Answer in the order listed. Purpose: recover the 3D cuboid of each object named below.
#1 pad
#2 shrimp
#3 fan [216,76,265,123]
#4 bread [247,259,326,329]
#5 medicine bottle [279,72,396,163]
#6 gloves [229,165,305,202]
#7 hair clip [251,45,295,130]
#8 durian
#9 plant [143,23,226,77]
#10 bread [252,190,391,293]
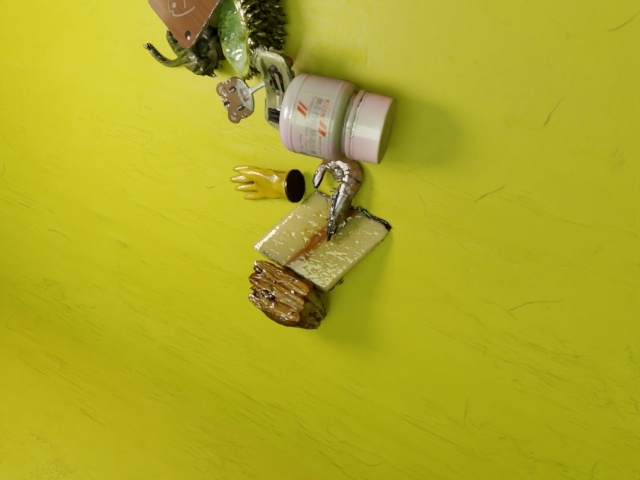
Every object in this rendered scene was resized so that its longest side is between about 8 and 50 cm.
[{"bbox_3d":[-0.391,-0.759,1.510,0.284,0.018,0.286,-47,68,25],"label":"pad"},{"bbox_3d":[0.034,-0.148,1.704,0.169,0.058,0.295,26,104,22],"label":"shrimp"},{"bbox_3d":[-0.259,-0.503,1.746,0.227,0.008,0.152,-15,105,34],"label":"fan"},{"bbox_3d":[-0.135,0.224,1.869,0.278,0.167,0.324,26,161,18],"label":"bread"},{"bbox_3d":[0.054,-0.355,1.511,0.302,0.241,0.241,15,120,13],"label":"medicine bottle"},{"bbox_3d":[-0.208,-0.200,1.821,0.295,0.116,0.133,7,110,32],"label":"gloves"},{"bbox_3d":[-0.124,-0.481,1.592,0.138,0.091,0.321,20,154,12],"label":"hair clip"},{"bbox_3d":[-0.220,-0.681,1.548,0.198,0.163,0.394,23,139,38],"label":"durian"},{"bbox_3d":[-0.447,-0.652,1.742,0.251,0.180,0.333,60,157,-16],"label":"plant"},{"bbox_3d":[0.000,0.000,1.851,0.346,0.242,0.405,43,93,7],"label":"bread"}]
